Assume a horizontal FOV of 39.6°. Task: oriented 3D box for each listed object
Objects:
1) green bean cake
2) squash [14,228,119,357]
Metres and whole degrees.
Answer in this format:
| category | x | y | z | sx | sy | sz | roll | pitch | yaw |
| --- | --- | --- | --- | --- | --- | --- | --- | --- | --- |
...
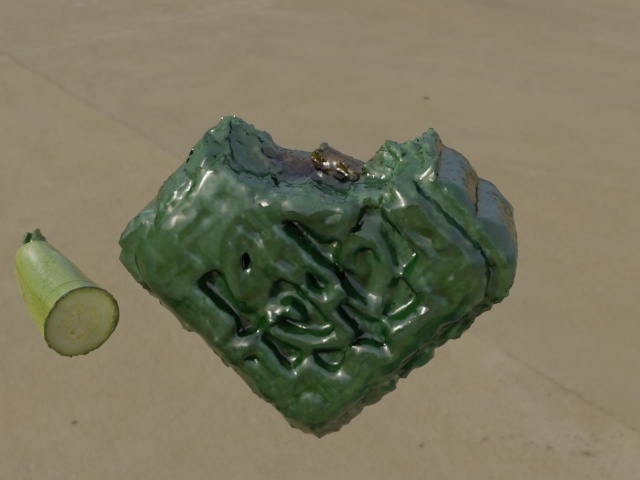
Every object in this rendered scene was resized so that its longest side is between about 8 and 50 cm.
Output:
| category | x | y | z | sx | sy | sz | roll | pitch | yaw |
| --- | --- | --- | --- | --- | --- | --- | --- | --- | --- |
| green bean cake | 0.000 | 0.000 | 0.873 | 0.308 | 0.300 | 0.169 | 43 | 20 | -7 |
| squash | -0.331 | 0.046 | 1.106 | 0.094 | 0.094 | 0.224 | -14 | 35 | -29 |
